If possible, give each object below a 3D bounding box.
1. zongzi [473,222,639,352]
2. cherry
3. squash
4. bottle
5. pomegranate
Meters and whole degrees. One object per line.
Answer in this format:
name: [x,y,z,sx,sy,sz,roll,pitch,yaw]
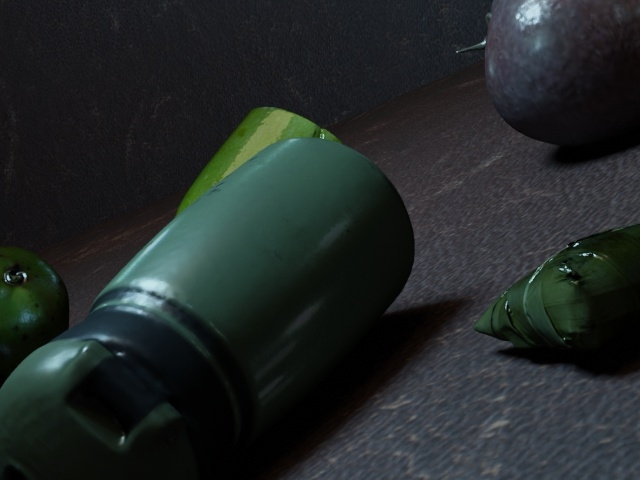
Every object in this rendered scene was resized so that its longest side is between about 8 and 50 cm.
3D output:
zongzi: [0.181,0.021,0.598,0.154,0.062,0.130,-22,-3,-19]
cherry: [0.303,-0.218,1.055,0.307,0.221,0.261,-9,23,16]
squash: [-0.123,-0.067,1.751,0.234,0.210,0.309,-6,50,58]
bottle: [-0.075,0.064,0.685,0.168,0.168,0.347,-17,18,41]
pomegranate: [-0.451,0.114,1.360,0.187,0.187,0.225,-37,-9,-48]
